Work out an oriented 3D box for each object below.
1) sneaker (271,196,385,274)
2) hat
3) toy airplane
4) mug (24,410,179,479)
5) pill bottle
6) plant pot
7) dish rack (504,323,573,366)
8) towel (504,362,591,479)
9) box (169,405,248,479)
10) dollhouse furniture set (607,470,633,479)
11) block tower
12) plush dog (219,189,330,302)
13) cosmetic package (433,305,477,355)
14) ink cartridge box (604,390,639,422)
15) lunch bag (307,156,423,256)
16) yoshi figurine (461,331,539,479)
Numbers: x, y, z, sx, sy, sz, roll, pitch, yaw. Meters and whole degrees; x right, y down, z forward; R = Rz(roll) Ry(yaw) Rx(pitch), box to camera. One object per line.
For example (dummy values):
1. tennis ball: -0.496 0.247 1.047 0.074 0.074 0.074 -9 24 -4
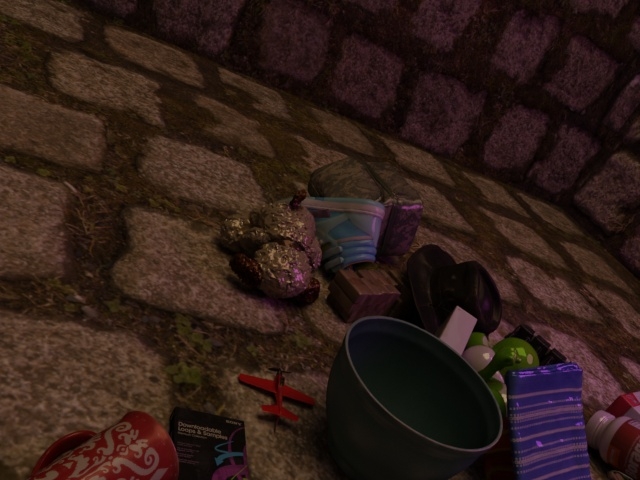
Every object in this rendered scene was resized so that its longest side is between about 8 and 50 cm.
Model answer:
1. sneaker: 0.000 0.000 1.585 0.319 0.208 0.127 1 -10 22
2. hat: 0.360 0.142 1.538 0.331 0.134 0.331 25 49 -33
3. toy airplane: -0.074 0.271 1.087 0.151 0.028 0.151 23 25 -11
4. mug: -0.283 0.298 0.753 0.169 0.150 0.113 -22 92 -55
5. pill bottle: 0.714 0.475 1.402 0.121 0.121 0.216 9 10 -38
6. plant pot: 0.127 0.298 1.053 0.293 0.196 0.293 24 24 -12
7. dish rack: 0.515 0.322 1.531 0.208 0.074 0.271 41 36 21
8. towel: 0.427 0.397 1.133 0.243 0.040 0.336 6 75 -40
9. box: -0.162 0.318 0.900 0.116 0.029 0.162 19 25 -22
10. dollhouse furniture set: 0.730 0.565 1.195 0.197 0.151 0.301 42 16 -28
11. block tower: 0.161 0.132 1.535 0.335 0.091 0.097 5 35 -45
12. plush dog: -0.082 0.028 1.387 0.262 0.210 0.225 19 50 -24
13. cosmetic package: 0.256 0.251 1.323 0.060 0.099 0.239 33 43 8
14. ink cartridge box: 0.785 0.478 1.514 0.128 0.127 0.176 8 32 -41
15. lunch bag: 0.116 -0.098 1.805 0.256 0.213 0.305 -1 35 -21
16. yoshi figurine: 0.389 0.312 1.297 0.203 0.204 0.362 26 28 -9
